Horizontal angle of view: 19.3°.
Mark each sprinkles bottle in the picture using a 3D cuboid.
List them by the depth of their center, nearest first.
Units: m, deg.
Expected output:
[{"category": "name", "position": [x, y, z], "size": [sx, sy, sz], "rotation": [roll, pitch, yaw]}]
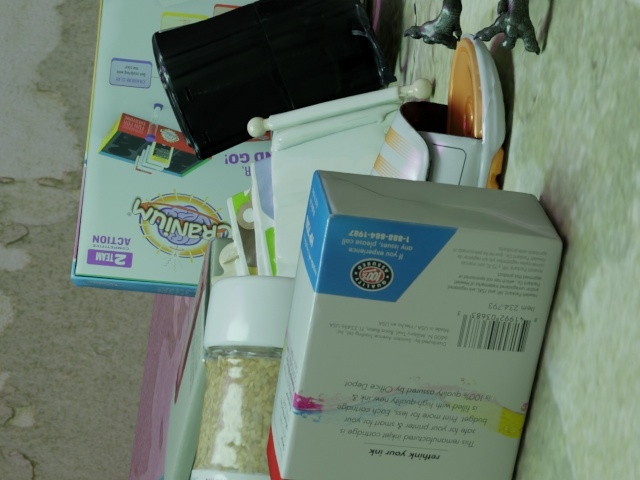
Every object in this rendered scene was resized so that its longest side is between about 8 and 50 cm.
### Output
[{"category": "sprinkles bottle", "position": [-0.035, 0.205, 1.254], "size": [0.121, 0.121, 0.355], "rotation": [140, 138, -77]}]

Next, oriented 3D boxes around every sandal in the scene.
[{"category": "sandal", "position": [0.062, -0.002, 1.211], "size": [0.102, 0.076, 0.265], "rotation": [-127, 44, -76]}]

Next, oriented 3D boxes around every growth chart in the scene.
[{"category": "growth chart", "position": [0.000, 0.000, 1.382], "size": [0.021, 0.172, 0.237], "rotation": [38, -131, -61]}]

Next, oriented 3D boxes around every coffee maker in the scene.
[{"category": "coffee maker", "position": [-0.044, -0.151, 1.568], "size": [0.171, 0.178, 0.120], "rotation": [-120, 8, -82]}]

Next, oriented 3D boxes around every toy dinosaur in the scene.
[{"category": "toy dinosaur", "position": [0.104, -0.175, 1.136], "size": [0.268, 0.064, 0.118], "rotation": [-164, 87, -77]}]

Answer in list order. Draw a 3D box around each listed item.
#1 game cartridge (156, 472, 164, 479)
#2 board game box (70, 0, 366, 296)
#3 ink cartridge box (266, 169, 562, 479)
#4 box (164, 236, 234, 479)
[{"category": "game cartridge", "position": [-0.162, 0.303, 1.933], "size": [0.294, 0.060, 0.196], "rotation": [-43, -19, -32]}, {"category": "board game box", "position": [-0.088, -0.107, 1.683], "size": [0.064, 0.242, 0.317], "rotation": [118, 157, -80]}, {"category": "ink cartridge box", "position": [0.045, 0.085, 1.074], "size": [0.078, 0.134, 0.231], "rotation": [-108, 27, -67]}, {"category": "box", "position": [-0.038, 0.121, 1.519], "size": [0.232, 0.148, 0.127], "rotation": [108, 166, -49]}]
